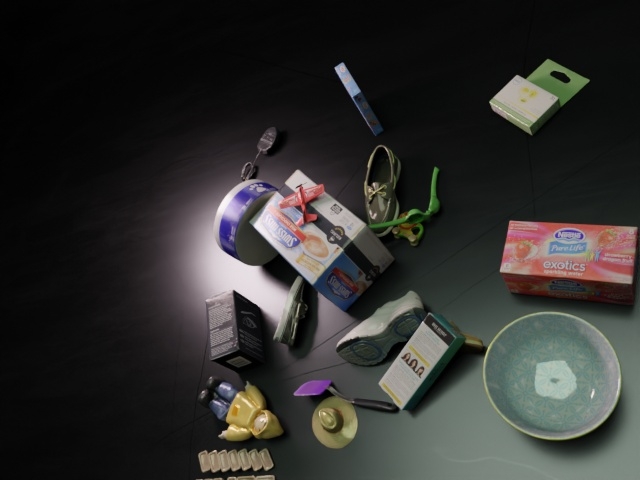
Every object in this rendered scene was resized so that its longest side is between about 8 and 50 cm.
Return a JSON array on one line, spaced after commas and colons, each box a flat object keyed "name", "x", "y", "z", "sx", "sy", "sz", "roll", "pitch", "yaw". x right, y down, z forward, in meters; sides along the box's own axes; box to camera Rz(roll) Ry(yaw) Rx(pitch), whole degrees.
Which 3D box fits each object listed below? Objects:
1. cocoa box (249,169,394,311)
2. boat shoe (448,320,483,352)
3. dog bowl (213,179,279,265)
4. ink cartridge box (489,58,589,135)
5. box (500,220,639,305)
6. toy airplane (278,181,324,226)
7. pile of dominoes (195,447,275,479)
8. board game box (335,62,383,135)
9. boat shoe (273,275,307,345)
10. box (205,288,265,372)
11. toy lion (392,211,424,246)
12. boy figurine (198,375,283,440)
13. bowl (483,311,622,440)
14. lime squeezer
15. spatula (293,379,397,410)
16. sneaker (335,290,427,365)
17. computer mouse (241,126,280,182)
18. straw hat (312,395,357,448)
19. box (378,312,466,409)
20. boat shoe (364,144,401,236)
[{"name": "cocoa box", "x": 0.000, "y": 0.000, "z": 1.816, "sx": 0.228, "sy": 0.231, "sz": 0.347, "roll": -47, "pitch": 52, "yaw": -2}, {"name": "boat shoe", "x": 0.342, "y": 0.246, "z": 1.604, "sx": 0.189, "sy": 0.068, "sz": 0.072, "roll": 7, "pitch": 57, "yaw": 32}, {"name": "dog bowl", "x": -0.207, "y": -0.055, "z": 1.940, "sx": 0.104, "sy": 0.265, "sz": 0.265, "roll": 28, "pitch": 80, "yaw": 35}, {"name": "ink cartridge box", "x": 0.654, "y": -0.446, "z": 1.813, "sx": 0.235, "sy": 0.056, "sz": 0.171, "roll": -45, "pitch": 52, "yaw": 3}, {"name": "box", "x": 0.620, "y": 0.052, "z": 1.503, "sx": 0.299, "sy": 0.142, "sz": 0.154, "roll": 5, "pitch": 66, "yaw": 31}, {"name": "toy airplane", "x": -0.047, "y": -0.103, "z": 1.733, "sx": 0.151, "sy": 0.028, "sz": 0.151, "roll": -14, "pitch": 57, "yaw": 23}, {"name": "pile of dominoes", "x": -0.237, "y": 0.693, "z": 1.709, "sx": 0.251, "sy": 0.040, "sz": 0.196, "roll": -9, "pitch": 60, "yaw": 15}, {"name": "board game box", "x": 0.129, "y": -0.468, "z": 2.012, "sx": 0.039, "sy": 0.211, "sz": 0.160, "roll": -32, "pitch": 54, "yaw": 10}, {"name": "boat shoe", "x": -0.079, "y": 0.215, "z": 1.851, "sx": 0.070, "sy": 0.078, "sz": 0.219, "roll": 19, "pitch": 67, "yaw": -1}, {"name": "box", "x": -0.262, "y": 0.279, "z": 1.861, "sx": 0.108, "sy": 0.153, "sz": 0.207, "roll": -23, "pitch": 54, "yaw": 17}, {"name": "toy lion", "x": 0.269, "y": -0.041, "z": 1.820, "sx": 0.100, "sy": 0.034, "sz": 0.096, "roll": 27, "pitch": 72, "yaw": 36}, {"name": "boy figurine", "x": -0.231, "y": 0.506, "z": 1.760, "sx": 0.285, "sy": 0.092, "sz": 0.177, "roll": 22, "pitch": 73, "yaw": 39}, {"name": "bowl", "x": 0.536, "y": 0.323, "z": 1.393, "sx": 0.289, "sy": 0.156, "sz": 0.290, "roll": -13, "pitch": 60, "yaw": 23}, {"name": "lime squeezer", "x": 0.284, "y": -0.102, "z": 1.795, "sx": 0.310, "sy": 0.059, "sz": 0.110, "roll": -40, "pitch": 81, "yaw": -20}, {"name": "spatula", "x": 0.071, "y": 0.429, "z": 1.663, "sx": 0.296, "sy": 0.084, "sz": 0.030, "roll": 8, "pitch": 111, "yaw": 25}, {"name": "sneaker", "x": 0.172, "y": 0.246, "z": 1.683, "sx": 0.297, "sy": 0.111, "sz": 0.129, "roll": -31, "pitch": 22, "yaw": 23}, {"name": "computer mouse", "x": -0.220, "y": -0.311, "z": 2.236, "sx": 0.071, "sy": 0.041, "sz": 0.242, "roll": 31, "pitch": 88, "yaw": 35}, {"name": "straw hat", "x": 0.027, "y": 0.487, "z": 1.645, "sx": 0.144, "sy": 0.061, "sz": 0.145, "roll": -13, "pitch": 59, "yaw": 23}, {"name": "box", "x": 0.260, "y": 0.313, "z": 1.563, "sx": 0.100, "sy": 0.060, "sz": 0.244, "roll": 45, "pitch": 110, "yaw": 37}, {"name": "boat shoe", "x": 0.185, "y": -0.157, "z": 1.877, "sx": 0.109, "sy": 0.091, "sz": 0.305, "roll": -7, "pitch": 57, "yaw": 28}]
